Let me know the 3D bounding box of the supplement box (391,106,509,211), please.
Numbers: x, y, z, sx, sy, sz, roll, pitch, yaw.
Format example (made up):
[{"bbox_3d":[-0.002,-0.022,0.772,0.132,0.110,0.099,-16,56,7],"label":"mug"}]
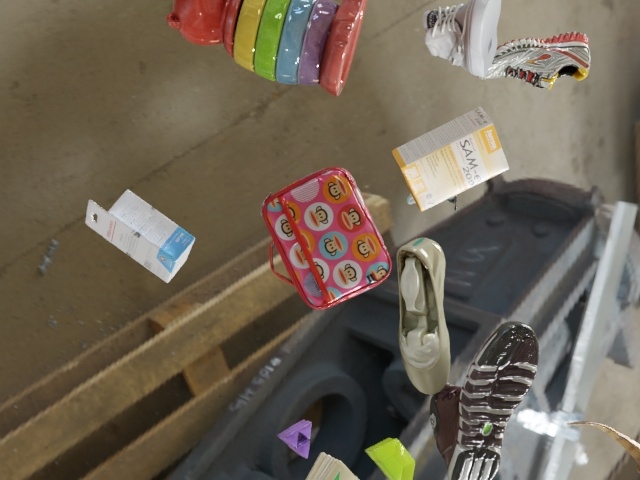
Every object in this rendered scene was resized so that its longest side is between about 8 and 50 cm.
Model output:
[{"bbox_3d":[0.129,-0.080,0.885,0.098,0.036,0.062,-27,127,5],"label":"supplement box"}]

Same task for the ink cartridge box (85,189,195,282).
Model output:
[{"bbox_3d":[-0.311,-0.017,1.538,0.180,0.104,0.060,36,61,0],"label":"ink cartridge box"}]

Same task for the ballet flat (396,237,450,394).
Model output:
[{"bbox_3d":[0.151,0.121,1.384,0.086,0.086,0.248,-5,92,-40],"label":"ballet flat"}]

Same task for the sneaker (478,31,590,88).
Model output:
[{"bbox_3d":[0.414,-0.338,1.728,0.225,0.088,0.092,-9,78,0],"label":"sneaker"}]

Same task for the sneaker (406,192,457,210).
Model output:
[{"bbox_3d":[0.190,-0.071,1.425,0.069,0.098,0.038,52,22,1],"label":"sneaker"}]

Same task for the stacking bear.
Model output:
[{"bbox_3d":[-0.089,-0.337,1.394,0.164,0.289,0.175,103,4,-52],"label":"stacking bear"}]

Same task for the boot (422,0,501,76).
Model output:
[{"bbox_3d":[0.224,-0.350,1.479,0.258,0.123,0.095,57,56,-74],"label":"boot"}]

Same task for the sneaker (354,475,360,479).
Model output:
[{"bbox_3d":[0.122,0.561,1.915,0.066,0.188,0.071,-30,112,-34],"label":"sneaker"}]

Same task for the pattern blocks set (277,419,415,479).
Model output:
[{"bbox_3d":[0.025,0.368,1.107,0.285,0.026,0.325,-43,111,-31],"label":"pattern blocks set"}]

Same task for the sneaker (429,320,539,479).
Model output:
[{"bbox_3d":[0.231,0.229,1.390,0.106,0.162,0.281,12,106,-21],"label":"sneaker"}]

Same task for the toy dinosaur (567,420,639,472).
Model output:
[{"bbox_3d":[0.406,0.271,1.102,0.064,0.211,0.112,-50,164,7],"label":"toy dinosaur"}]

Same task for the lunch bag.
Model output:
[{"bbox_3d":[0.000,0.000,2.030,0.258,0.120,0.293,-26,91,6],"label":"lunch bag"}]
